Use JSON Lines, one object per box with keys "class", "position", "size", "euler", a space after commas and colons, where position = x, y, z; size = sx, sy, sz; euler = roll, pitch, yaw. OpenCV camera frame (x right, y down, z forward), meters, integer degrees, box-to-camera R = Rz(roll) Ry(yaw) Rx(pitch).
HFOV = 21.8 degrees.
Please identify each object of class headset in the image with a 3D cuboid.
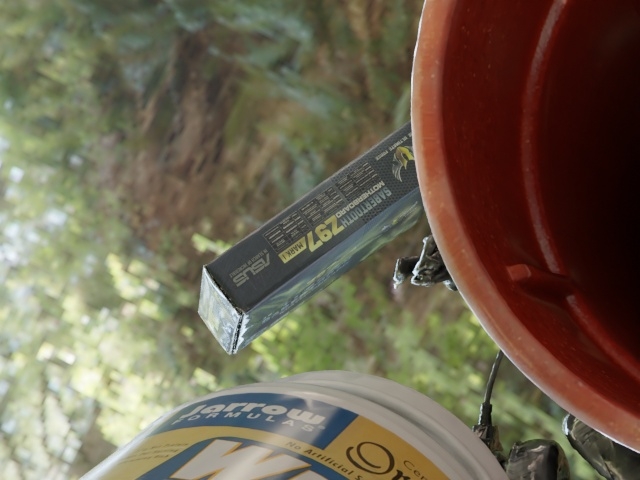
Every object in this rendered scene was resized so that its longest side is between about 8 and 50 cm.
{"class": "headset", "position": [0.180, 0.173, 1.180], "size": [0.394, 0.243, 0.185], "euler": [63, -168, 13]}

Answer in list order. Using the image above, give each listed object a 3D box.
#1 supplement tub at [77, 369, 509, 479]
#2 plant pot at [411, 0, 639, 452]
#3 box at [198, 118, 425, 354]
{"class": "supplement tub", "position": [-0.025, 0.123, 0.450], "size": [0.144, 0.144, 0.200], "euler": [33, -157, 10]}
{"class": "plant pot", "position": [0.209, -0.031, 0.631], "size": [0.272, 0.272, 0.265], "euler": [40, -173, 28]}
{"class": "box", "position": [0.000, 0.000, 1.474], "size": [0.059, 0.233, 0.183], "euler": [51, 166, 9]}
